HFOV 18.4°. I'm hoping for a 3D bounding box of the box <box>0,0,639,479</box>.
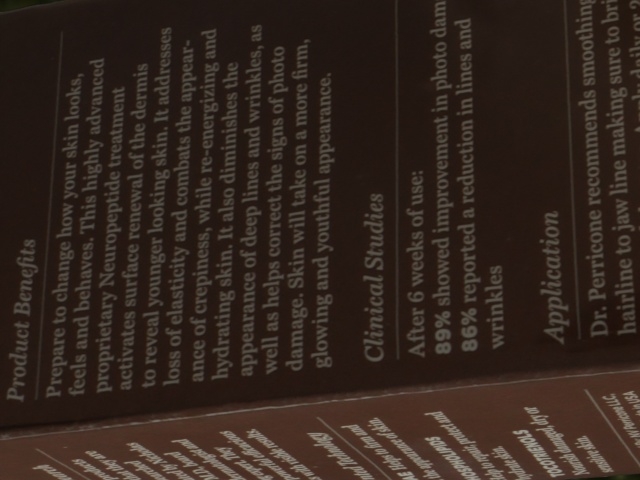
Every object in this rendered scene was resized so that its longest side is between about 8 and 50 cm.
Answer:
[{"bbox_3d":[0.000,0.000,0.790,0.143,0.381,0.191,51,37,-61],"label":"box"}]
